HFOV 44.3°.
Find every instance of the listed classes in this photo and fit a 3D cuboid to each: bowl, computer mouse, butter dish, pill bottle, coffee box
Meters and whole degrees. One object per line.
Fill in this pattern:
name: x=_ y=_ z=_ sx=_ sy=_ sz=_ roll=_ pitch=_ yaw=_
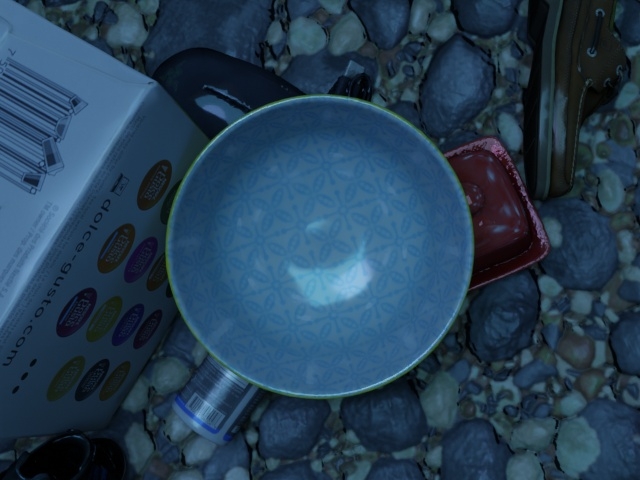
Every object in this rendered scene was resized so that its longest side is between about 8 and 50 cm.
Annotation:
bowl: x=0.000 y=0.000 z=0.804 sx=0.289 sy=0.156 sz=0.290 roll=0 pitch=97 yaw=1
computer mouse: x=-0.088 y=-0.159 z=0.929 sx=0.272 sy=0.072 sz=0.189 roll=21 pitch=83 yaw=11
butter dish: x=0.155 y=-0.033 z=0.847 sx=0.160 sy=0.118 sz=0.160 roll=-23 pitch=77 yaw=2
pill bottle: x=-0.093 y=0.148 z=0.864 sx=0.078 sy=0.078 sz=0.137 roll=36 pitch=85 yaw=13
coffee box: x=-0.325 y=-0.034 z=0.800 sx=0.338 sy=0.334 sz=0.338 roll=30 pitch=84 yaw=14

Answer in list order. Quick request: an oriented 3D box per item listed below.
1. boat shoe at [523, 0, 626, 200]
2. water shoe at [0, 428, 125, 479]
boat shoe: x=0.285 y=-0.190 z=0.863 sx=0.104 sy=0.111 sz=0.308 roll=6 pitch=78 yaw=4
water shoe: x=-0.247 y=0.233 z=0.801 sx=0.073 sy=0.203 sz=0.080 roll=42 pitch=103 yaw=11
